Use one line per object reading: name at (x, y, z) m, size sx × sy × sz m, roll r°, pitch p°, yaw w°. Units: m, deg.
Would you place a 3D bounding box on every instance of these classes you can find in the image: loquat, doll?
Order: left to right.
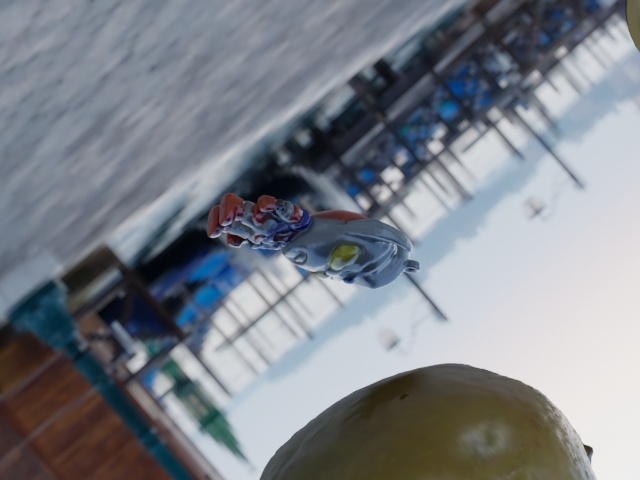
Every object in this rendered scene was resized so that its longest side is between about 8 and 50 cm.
doll at (0.000, 0.000, 1.373) m, size 0.104 × 0.195 × 0.062 m, roll -55°, pitch -150°, yaw 40°
loquat at (0.080, 0.226, 1.244) m, size 0.284 × 0.276 × 0.276 m, roll -11°, pitch 175°, yaw -5°

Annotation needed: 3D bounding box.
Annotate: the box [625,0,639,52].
box at (0.255, -0.155, 1.063) m, size 0.105 × 0.105 × 0.037 m, roll -42°, pitch 178°, yaw 19°
